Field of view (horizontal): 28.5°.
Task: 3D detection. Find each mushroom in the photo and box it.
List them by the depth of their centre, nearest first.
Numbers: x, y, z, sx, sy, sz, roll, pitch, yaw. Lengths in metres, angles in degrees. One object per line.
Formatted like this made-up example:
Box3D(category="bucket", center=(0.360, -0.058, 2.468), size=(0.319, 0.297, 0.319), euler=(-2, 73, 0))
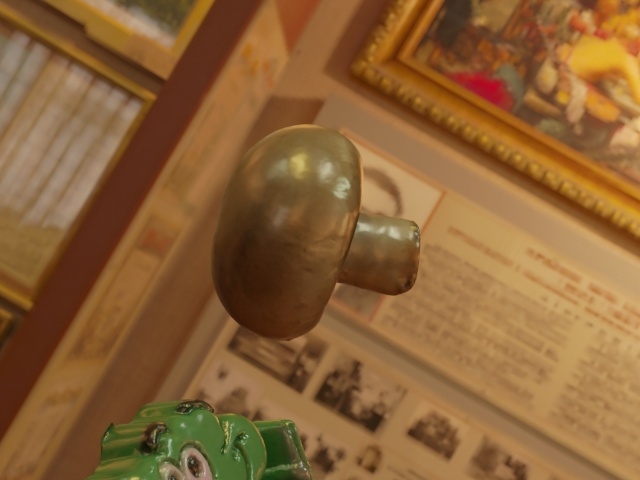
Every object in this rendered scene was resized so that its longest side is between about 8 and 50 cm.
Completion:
Box3D(category="mushroom", center=(0.000, 0.000, 1.169), size=(0.204, 0.204, 0.204), euler=(30, -3, 2))

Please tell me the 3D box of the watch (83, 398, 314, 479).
Box3D(category="watch", center=(-0.064, 0.145, 0.472), size=(0.152, 0.131, 0.165), euler=(-22, -66, 38))
